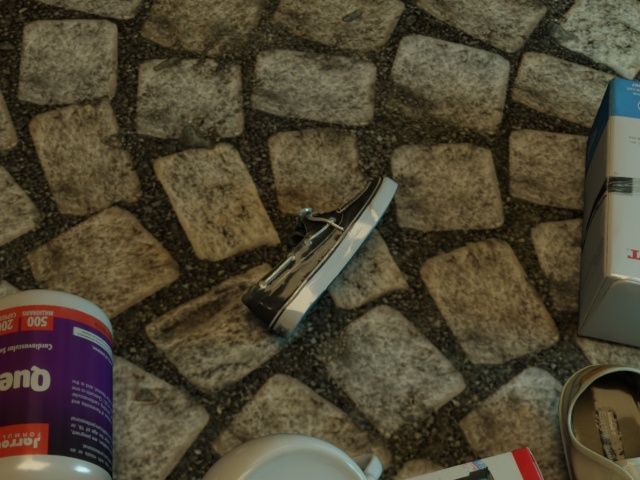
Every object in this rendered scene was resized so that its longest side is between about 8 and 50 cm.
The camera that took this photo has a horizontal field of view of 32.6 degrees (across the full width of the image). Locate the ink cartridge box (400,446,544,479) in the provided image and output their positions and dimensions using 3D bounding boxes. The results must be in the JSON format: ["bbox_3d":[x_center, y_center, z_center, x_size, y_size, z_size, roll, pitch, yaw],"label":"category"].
[{"bbox_3d":[0.197,0.334,1.366,0.230,0.134,0.078,-11,56,-14],"label":"ink cartridge box"}]

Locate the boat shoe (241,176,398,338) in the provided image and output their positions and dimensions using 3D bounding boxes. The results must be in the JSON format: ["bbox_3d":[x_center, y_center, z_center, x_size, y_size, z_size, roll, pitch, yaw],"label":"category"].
[{"bbox_3d":[-0.001,0.002,1.596,0.105,0.113,0.306,38,68,3],"label":"boat shoe"}]

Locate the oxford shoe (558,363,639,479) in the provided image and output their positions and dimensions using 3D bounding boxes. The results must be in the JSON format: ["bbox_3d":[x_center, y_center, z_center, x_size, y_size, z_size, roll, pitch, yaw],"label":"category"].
[{"bbox_3d":[0.399,0.354,1.356,0.169,0.130,0.450,-9,64,-2],"label":"oxford shoe"}]

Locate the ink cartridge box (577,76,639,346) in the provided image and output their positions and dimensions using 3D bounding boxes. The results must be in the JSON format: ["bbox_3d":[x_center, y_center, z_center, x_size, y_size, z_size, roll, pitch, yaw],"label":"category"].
[{"bbox_3d":[0.548,-0.030,1.639,0.285,0.166,0.395,11,54,3],"label":"ink cartridge box"}]

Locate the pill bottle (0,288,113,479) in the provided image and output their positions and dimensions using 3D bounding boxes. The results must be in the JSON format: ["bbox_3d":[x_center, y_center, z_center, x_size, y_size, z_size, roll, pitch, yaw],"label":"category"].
[{"bbox_3d":[-0.348,0.234,1.353,0.181,0.182,0.323,-3,55,-7],"label":"pill bottle"}]

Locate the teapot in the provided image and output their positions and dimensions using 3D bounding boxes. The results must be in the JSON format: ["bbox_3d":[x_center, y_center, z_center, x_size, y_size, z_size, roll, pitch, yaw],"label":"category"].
[{"bbox_3d":[-0.058,0.347,1.311,0.256,0.187,0.253,22,72,-22],"label":"teapot"}]
